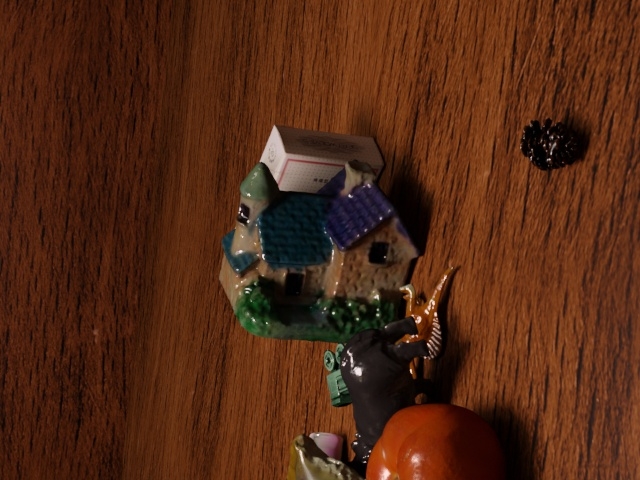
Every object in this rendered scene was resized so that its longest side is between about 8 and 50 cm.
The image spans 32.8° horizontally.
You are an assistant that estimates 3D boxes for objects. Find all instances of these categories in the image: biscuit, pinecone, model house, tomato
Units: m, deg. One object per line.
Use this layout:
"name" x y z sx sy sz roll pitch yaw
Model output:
"biscuit" 0.070 0.479 1.779 0.335 0.078 0.329 7 122 43
"pinecone" 0.321 -0.133 1.513 0.083 0.077 0.077 0 84 42
"model house" 0.000 0.000 1.917 0.245 0.312 0.280 -119 39 -57
"tomato" 0.173 0.365 1.604 0.260 0.180 0.260 -172 90 -68

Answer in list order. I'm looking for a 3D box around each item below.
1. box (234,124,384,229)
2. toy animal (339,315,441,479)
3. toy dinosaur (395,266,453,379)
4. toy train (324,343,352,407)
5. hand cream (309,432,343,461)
"box" -0.034 -0.061 2.126 0.095 0.210 0.330 -110 33 -42
"toy animal" 0.113 0.289 1.779 0.106 0.168 0.343 -114 21 -56
"toy dinosaur" 0.169 0.145 1.817 0.212 0.057 0.142 -48 55 56
"toy train" 0.065 0.240 2.019 0.170 0.071 0.111 -36 62 58
"hand cream" -0.013 0.519 2.038 0.111 0.070 0.312 -11 57 31
